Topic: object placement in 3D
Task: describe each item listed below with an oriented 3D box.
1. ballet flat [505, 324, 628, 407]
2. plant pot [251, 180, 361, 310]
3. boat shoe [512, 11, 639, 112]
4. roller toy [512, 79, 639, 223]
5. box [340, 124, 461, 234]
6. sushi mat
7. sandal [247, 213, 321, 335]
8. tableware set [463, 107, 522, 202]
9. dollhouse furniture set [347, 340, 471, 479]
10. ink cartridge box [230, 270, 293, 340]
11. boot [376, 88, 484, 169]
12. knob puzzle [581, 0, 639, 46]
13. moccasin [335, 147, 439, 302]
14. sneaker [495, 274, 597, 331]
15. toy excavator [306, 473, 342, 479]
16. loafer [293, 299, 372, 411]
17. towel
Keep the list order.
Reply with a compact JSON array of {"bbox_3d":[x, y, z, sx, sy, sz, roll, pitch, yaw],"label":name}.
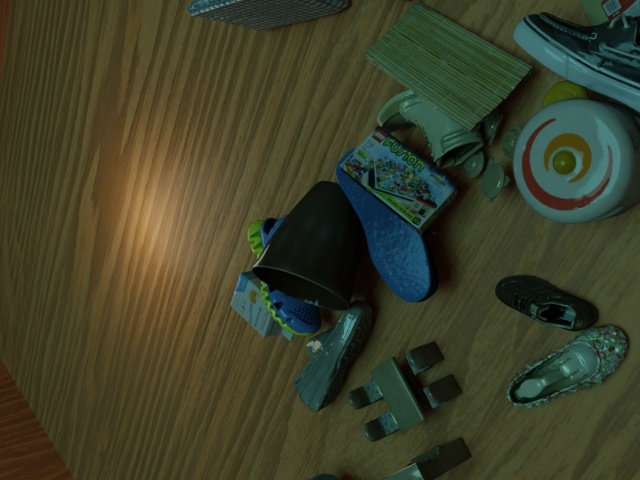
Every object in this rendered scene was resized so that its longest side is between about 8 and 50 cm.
[{"bbox_3d":[0.413,0.228,1.177,0.241,0.077,0.091,-48,63,37],"label":"ballet flat"},{"bbox_3d":[0.000,0.000,1.452,0.215,0.215,0.230,6,66,44],"label":"plant pot"},{"bbox_3d":[0.452,-0.278,1.023,0.335,0.121,0.119,33,127,21],"label":"boat shoe"},{"bbox_3d":[0.409,-0.126,1.078,0.191,0.146,0.209,38,121,34],"label":"roller toy"},{"bbox_3d":[0.148,-0.117,1.301,0.207,0.036,0.114,41,87,25],"label":"box"},{"bbox_3d":[0.221,-0.321,1.248,0.151,0.019,0.316,-43,53,0],"label":"sushi mat"},{"bbox_3d":[-0.068,0.066,1.583,0.138,0.126,0.317,-36,65,34],"label":"sandal"},{"bbox_3d":[0.305,-0.158,1.225,0.168,0.020,0.141,-116,41,-54],"label":"tableware set"},{"bbox_3d":[0.165,0.361,1.380,0.212,0.161,0.242,-43,67,39],"label":"dollhouse furniture set"},{"bbox_3d":[-0.137,0.166,1.717,0.181,0.061,0.104,37,121,34],"label":"ink cartridge box"},{"bbox_3d":[0.203,-0.208,1.301,0.213,0.077,0.165,-24,68,40],"label":"boot"},{"bbox_3d":[0.509,-0.326,1.030,0.213,0.030,0.213,27,128,41],"label":"knob puzzle"},{"bbox_3d":[0.155,-0.040,1.370,0.138,0.117,0.342,-32,69,30],"label":"moccasin"},{"bbox_3d":[0.378,0.107,1.196,0.188,0.071,0.066,16,107,41],"label":"sneaker"},{"bbox_3d":[0.133,0.675,1.448,0.445,0.222,0.433,-37,71,32],"label":"toy excavator"},{"bbox_3d":[0.018,0.249,1.544,0.111,0.112,0.319,40,123,23],"label":"loafer"},{"bbox_3d":[-0.112,-0.541,1.468,0.284,0.235,0.121,2,94,43],"label":"towel"}]
